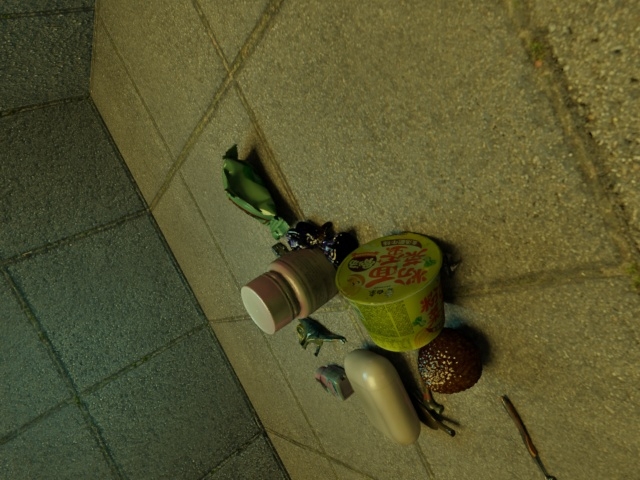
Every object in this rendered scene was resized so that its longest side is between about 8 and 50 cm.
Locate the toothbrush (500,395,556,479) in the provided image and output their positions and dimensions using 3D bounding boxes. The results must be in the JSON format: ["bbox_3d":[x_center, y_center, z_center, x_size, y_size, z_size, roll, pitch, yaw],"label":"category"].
[{"bbox_3d":[0.605,0.592,1.195,0.031,0.023,0.321,-33,87,50],"label":"toothbrush"}]

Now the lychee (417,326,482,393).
[{"bbox_3d":[0.373,0.347,1.191,0.194,0.194,0.194,33,138,36],"label":"lychee"}]

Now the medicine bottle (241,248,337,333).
[{"bbox_3d":[-0.117,0.188,1.595,0.256,0.325,0.256,34,141,32],"label":"medicine bottle"}]

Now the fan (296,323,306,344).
[{"bbox_3d":[-0.083,0.467,2.026,0.082,0.039,0.155,39,141,29],"label":"fan"}]

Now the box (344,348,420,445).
[{"bbox_3d":[0.230,0.585,1.564,0.349,0.141,0.288,64,163,-5],"label":"box"}]

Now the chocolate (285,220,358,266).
[{"bbox_3d":[-0.005,-0.002,1.513,0.343,0.126,0.148,20,90,49],"label":"chocolate"}]

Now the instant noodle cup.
[{"bbox_3d":[0.218,0.152,1.176,0.311,0.311,0.221,16,137,48],"label":"instant noodle cup"}]

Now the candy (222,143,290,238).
[{"bbox_3d":[-0.272,-0.177,1.710,0.398,0.172,0.263,50,170,-6],"label":"candy"}]

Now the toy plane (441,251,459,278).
[{"bbox_3d":[0.355,0.071,1.141,0.078,0.031,0.083,17,125,59],"label":"toy plane"}]

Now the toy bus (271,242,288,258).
[{"bbox_3d":[-0.156,0.075,1.828,0.153,0.051,0.061,45,156,23],"label":"toy bus"}]

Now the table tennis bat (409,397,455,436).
[{"bbox_3d":[0.394,0.646,1.494,0.234,0.022,0.131,9,131,61],"label":"table tennis bat"}]

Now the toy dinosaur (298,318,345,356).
[{"bbox_3d":[-0.039,0.425,1.880,0.363,0.147,0.076,29,176,44],"label":"toy dinosaur"}]

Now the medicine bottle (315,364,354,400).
[{"bbox_3d":[0.061,0.650,1.915,0.188,0.094,0.119,5,119,52],"label":"medicine bottle"}]

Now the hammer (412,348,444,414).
[{"bbox_3d":[0.358,0.471,1.433,0.111,0.033,0.288,12,123,49],"label":"hammer"}]
